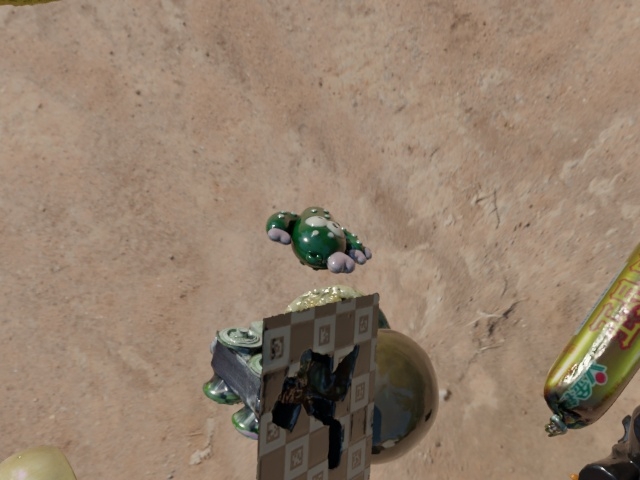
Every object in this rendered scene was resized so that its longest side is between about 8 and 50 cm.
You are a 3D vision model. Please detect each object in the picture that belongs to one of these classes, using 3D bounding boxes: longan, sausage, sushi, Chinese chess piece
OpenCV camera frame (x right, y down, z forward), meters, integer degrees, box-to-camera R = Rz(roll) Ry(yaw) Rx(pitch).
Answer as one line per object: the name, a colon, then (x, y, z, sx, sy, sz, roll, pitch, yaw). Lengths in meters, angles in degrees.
longan: (0.130, 0.361, 1.508, 0.318, 0.319, 0.319, -1, 80, 8)
sausage: (0.340, 0.050, 0.665, 0.082, 0.082, 0.372, 37, 82, 13)
sushi: (-0.019, 0.277, 1.071, 0.064, 0.343, 0.360, 5, 95, 34)
Chinese chess piece: (-0.405, 0.430, 0.938, 0.097, 0.251, 0.251, -14, 75, -37)

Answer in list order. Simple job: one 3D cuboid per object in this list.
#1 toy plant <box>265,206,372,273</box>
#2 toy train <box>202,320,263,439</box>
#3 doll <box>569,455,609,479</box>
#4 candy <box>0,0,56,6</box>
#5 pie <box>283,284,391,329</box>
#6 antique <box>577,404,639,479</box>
toy plant: (-0.005, -0.001, 1.467, 0.232, 0.243, 0.113, 30, 113, 16)
toy train: (-0.092, 0.289, 1.354, 0.307, 0.248, 0.174, 31, 112, 48)
doll: (0.736, 0.620, 1.616, 0.142, 0.220, 0.136, 7, 81, 51)
candy: (-0.356, -0.304, 0.694, 0.198, 0.094, 0.106, 1, 53, -15)
pie: (0.044, 0.285, 1.775, 0.338, 0.077, 0.339, 0, 97, 2)
antique: (0.536, 0.354, 0.986, 0.185, 0.255, 0.322, 40, 128, 30)
